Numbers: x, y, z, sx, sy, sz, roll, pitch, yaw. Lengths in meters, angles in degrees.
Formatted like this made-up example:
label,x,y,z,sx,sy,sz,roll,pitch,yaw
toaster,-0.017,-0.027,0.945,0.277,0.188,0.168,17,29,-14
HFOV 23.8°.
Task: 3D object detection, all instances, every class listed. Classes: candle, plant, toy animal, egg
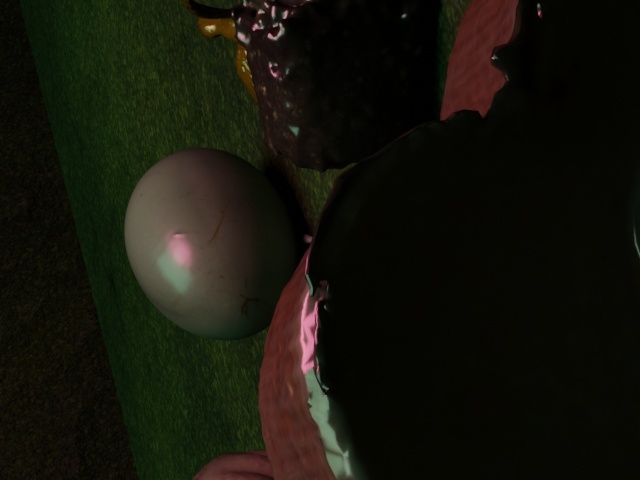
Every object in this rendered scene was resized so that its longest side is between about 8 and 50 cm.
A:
label,x,y,z,sx,sy,sz,roll,pitch,yaw
candle,0.145,0.019,0.577,0.317,0.287,0.131,-60,3,-17
plant,0.008,-0.154,1.109,0.132,0.129,0.195,-139,38,-62
toy animal,-0.060,-0.201,1.382,0.219,0.095,0.155,53,-178,-37
egg,-0.109,0.004,1.527,0.231,0.168,0.168,-120,25,-45

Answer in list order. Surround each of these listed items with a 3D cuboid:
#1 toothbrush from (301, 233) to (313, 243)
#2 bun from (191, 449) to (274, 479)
label,x,y,z,sx,sy,sz,roll,pitch,yaw
toothbrush,0.000,0.000,1.435,0.131,0.013,0.011,-175,81,-76
bun,-0.005,0.315,1.393,0.263,0.175,0.263,40,-136,-53
